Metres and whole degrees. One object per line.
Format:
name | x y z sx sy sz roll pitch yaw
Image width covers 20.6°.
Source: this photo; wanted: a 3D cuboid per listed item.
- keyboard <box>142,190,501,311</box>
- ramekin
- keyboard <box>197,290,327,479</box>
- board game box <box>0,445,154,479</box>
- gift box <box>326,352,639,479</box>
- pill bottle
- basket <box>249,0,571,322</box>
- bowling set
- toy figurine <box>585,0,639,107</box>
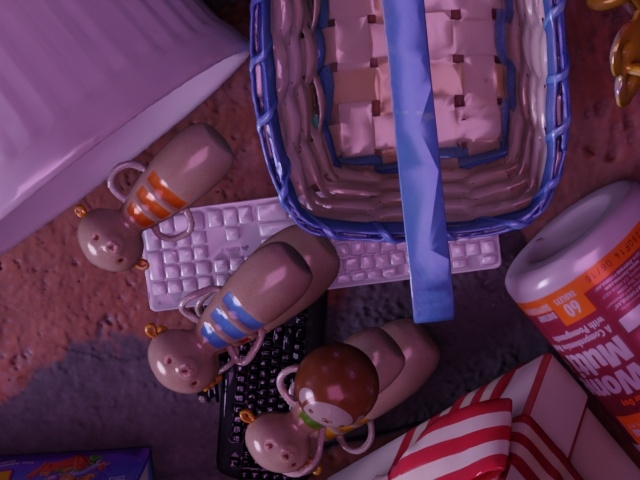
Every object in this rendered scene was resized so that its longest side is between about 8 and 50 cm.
keyboard | 0.000 0.000 1.266 0.256 0.014 0.072 -7 106 -1
ramekin | -0.192 -0.094 1.146 0.277 0.277 0.135 -37 92 14
keyboard | -0.050 0.094 1.302 0.100 0.038 0.192 6 105 4
board game box | -0.292 0.290 1.359 0.347 0.078 0.233 -4 105 7
gift box | 0.107 0.244 1.227 0.255 0.276 0.258 -35 104 27
pill bottle | 0.240 0.075 1.226 0.121 0.121 0.221 -38 99 14
basket | 0.056 -0.102 1.104 0.201 0.289 0.255 -5 103 -1
bowling set | -0.047 0.078 1.180 0.154 0.200 0.287 -41 110 14
toy figurine | 0.269 -0.155 1.150 0.191 0.217 0.362 -28 145 11
